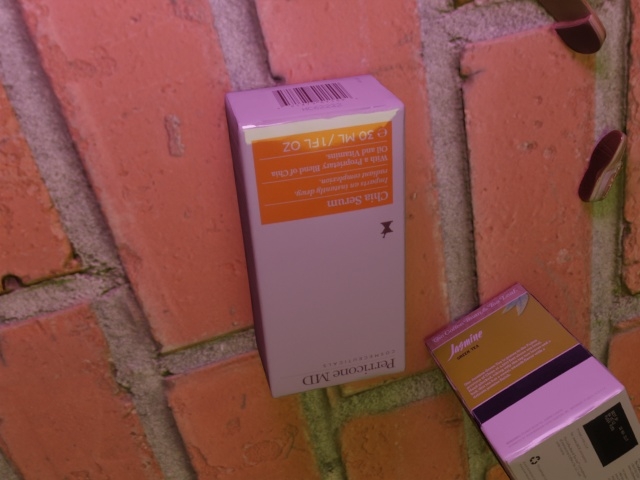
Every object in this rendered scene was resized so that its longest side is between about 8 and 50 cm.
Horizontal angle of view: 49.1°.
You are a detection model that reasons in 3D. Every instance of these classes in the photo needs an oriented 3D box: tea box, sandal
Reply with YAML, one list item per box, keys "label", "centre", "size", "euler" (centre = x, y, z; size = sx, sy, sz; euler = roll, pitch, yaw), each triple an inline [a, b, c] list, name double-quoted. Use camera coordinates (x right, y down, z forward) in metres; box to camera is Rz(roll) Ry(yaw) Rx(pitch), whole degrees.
- label: "tea box"
  centre: [0.395, 0.316, 1.248]
  size: [0.220, 0.323, 0.329]
  euler: [-32, 120, 2]
- label: "sandal"
  centre: [0.360, -0.384, 1.026]
  size: [0.240, 0.088, 0.079]
  euler: [42, 69, -36]

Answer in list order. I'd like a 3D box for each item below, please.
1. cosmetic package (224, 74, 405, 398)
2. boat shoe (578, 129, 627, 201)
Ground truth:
- label: "cosmetic package"
  centre: [0.000, 0.000, 1.068]
  size: [0.230, 0.161, 0.453]
  euler: [-10, 120, -10]
- label: "boat shoe"
  centre: [0.491, -0.126, 1.202]
  size: [0.045, 0.050, 0.135]
  euler: [4, 126, -21]
